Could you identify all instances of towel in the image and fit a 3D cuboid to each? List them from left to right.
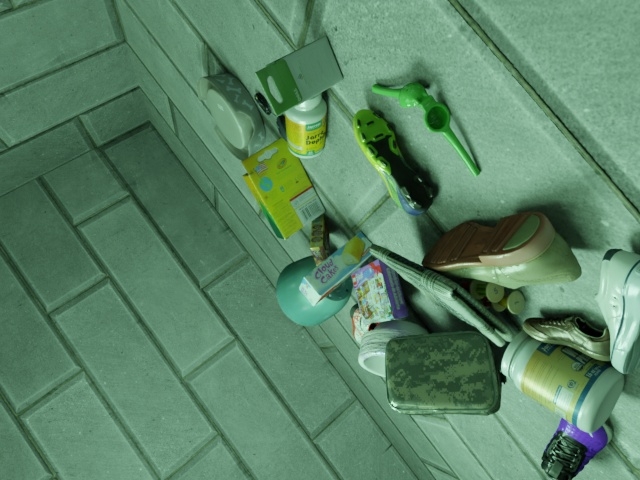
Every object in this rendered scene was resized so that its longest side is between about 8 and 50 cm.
[{"bbox_3d":[0.301,0.139,1.071,0.324,0.056,0.312,35,178,-34],"label":"towel"}]

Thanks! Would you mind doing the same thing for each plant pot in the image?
[{"bbox_3d":[-0.004,0.190,1.744,0.293,0.293,0.235,55,144,-1],"label":"plant pot"}]

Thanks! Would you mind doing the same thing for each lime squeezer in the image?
[{"bbox_3d":[0.208,-0.250,0.857,0.310,0.058,0.110,46,159,19],"label":"lime squeezer"}]

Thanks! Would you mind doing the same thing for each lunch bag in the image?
[{"bbox_3d":[0.349,0.383,1.186,0.304,0.213,0.256,-12,150,25],"label":"lunch bag"}]

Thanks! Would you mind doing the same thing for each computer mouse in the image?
[{"bbox_3d":[-0.158,-0.416,1.437,0.242,0.041,0.071,48,160,19],"label":"computer mouse"}]

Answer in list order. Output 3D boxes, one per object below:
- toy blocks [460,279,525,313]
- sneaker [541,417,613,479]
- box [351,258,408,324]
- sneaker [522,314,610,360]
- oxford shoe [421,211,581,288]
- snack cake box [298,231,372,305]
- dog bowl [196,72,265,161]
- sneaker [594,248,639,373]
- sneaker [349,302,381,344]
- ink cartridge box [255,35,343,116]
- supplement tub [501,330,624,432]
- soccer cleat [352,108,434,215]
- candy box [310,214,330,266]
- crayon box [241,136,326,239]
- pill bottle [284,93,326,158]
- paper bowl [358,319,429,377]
[{"bbox_3d":[0.390,0.129,1.014,0.123,0.054,0.148,28,168,-19],"label":"toy blocks"},{"bbox_3d":[0.624,0.528,1.053,0.102,0.146,0.294,36,154,41],"label":"sneaker"},{"bbox_3d":[0.198,0.184,1.479,0.293,0.057,0.201,136,122,-70],"label":"box"},{"bbox_3d":[0.517,0.182,0.879,0.188,0.066,0.071,14,120,53],"label":"sneaker"},{"bbox_3d":[0.355,0.048,0.903,0.146,0.141,0.397,41,169,-10],"label":"oxford shoe"},{"bbox_3d":[0.057,0.100,1.461,0.089,0.264,0.152,49,159,8],"label":"snack cake box"},{"bbox_3d":[-0.344,-0.488,1.650,0.349,0.102,0.349,44,158,23],"label":"dog bowl"},{"bbox_3d":[0.526,0.119,0.722,0.091,0.094,0.258,-123,13,-57],"label":"sneaker"},{"bbox_3d":[0.216,0.412,1.872,0.145,0.090,0.270,35,151,47],"label":"sneaker"},{"bbox_3d":[-0.057,-0.387,1.003,0.062,0.209,0.109,19,140,57],"label":"ink cartridge box"},{"bbox_3d":[0.518,0.295,0.915,0.199,0.144,0.145,30,149,49],"label":"supplement tub"},{"bbox_3d":[0.162,-0.182,1.024,0.289,0.093,0.121,55,167,0],"label":"soccer cleat"},{"bbox_3d":[0.000,0.000,1.591,0.187,0.053,0.109,-91,-13,-49],"label":"candy box"},{"bbox_3d":[-0.138,-0.191,1.528,0.081,0.202,0.319,14,135,61],"label":"crayon box"},{"bbox_3d":[-0.041,-0.340,1.182,0.117,0.117,0.209,45,158,23],"label":"pill bottle"},{"bbox_3d":[0.282,0.383,1.483,0.283,0.148,0.284,10,146,7],"label":"paper bowl"}]
